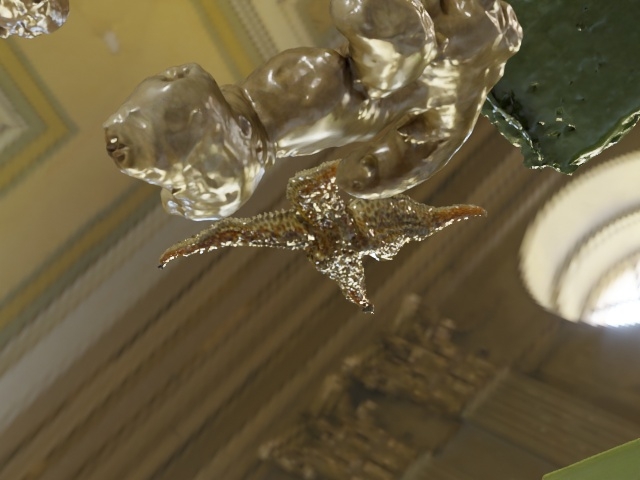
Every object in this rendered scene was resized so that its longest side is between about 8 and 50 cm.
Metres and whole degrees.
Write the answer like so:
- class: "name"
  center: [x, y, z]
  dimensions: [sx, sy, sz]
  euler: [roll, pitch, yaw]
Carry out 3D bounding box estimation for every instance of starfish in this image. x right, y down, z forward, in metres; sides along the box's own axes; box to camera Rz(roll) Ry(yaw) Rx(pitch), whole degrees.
- class: "starfish"
  center: [0.023, 0.006, 1.717]
  dimensions: [0.294, 0.301, 0.084]
  euler: [13, -126, -46]

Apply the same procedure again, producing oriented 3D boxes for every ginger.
- class: "ginger"
  center: [0.004, -0.073, 0.717]
  dimensions: [0.149, 0.065, 0.259]
  euler: [-49, -24, 24]

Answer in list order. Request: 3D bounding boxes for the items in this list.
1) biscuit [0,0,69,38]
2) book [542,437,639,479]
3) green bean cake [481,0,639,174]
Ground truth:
- class: "biscuit"
  center: [-0.267, -0.282, 1.134]
  dimensions: [0.075, 0.296, 0.296]
  euler: [-21, -59, 3]
- class: "book"
  center: [0.362, 0.205, 1.103]
  dimensions: [0.352, 0.239, 0.035]
  euler: [-22, -40, 3]
- class: "green bean cake"
  center: [0.165, -0.173, 1.048]
  dimensions: [0.214, 0.113, 0.200]
  euler: [39, -70, -24]
